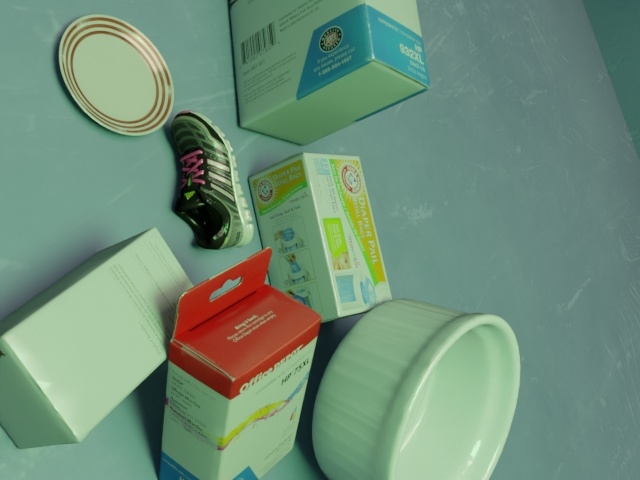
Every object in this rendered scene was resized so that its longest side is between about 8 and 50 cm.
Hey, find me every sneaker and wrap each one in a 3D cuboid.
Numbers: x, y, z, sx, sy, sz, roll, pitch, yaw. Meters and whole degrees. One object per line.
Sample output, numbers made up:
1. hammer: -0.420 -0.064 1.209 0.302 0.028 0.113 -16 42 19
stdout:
1. sneaker: -0.134 -0.064 0.800 0.074 0.063 0.171 -31 104 -55

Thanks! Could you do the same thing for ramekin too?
1. ramekin: 0.115 0.204 0.854 0.277 0.135 0.278 -21 119 -44

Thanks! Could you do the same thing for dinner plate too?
1. dinner plate: -0.224 -0.180 0.780 0.141 0.017 0.141 21 61 -43

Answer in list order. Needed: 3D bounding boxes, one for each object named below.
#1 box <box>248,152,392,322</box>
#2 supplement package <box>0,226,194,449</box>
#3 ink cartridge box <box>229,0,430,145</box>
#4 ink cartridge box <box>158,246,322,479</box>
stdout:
1. box: 0.000 0.000 0.894 0.114 0.103 0.203 -5 80 -49
2. supplement package: -0.206 0.084 0.631 0.179 0.105 0.105 -45 110 -47
3. ink cartridge box: -0.001 -0.311 0.919 0.129 0.223 0.308 9 69 -47
4. ink cartridge box: -0.076 0.136 0.681 0.134 0.078 0.231 -31 140 -49
